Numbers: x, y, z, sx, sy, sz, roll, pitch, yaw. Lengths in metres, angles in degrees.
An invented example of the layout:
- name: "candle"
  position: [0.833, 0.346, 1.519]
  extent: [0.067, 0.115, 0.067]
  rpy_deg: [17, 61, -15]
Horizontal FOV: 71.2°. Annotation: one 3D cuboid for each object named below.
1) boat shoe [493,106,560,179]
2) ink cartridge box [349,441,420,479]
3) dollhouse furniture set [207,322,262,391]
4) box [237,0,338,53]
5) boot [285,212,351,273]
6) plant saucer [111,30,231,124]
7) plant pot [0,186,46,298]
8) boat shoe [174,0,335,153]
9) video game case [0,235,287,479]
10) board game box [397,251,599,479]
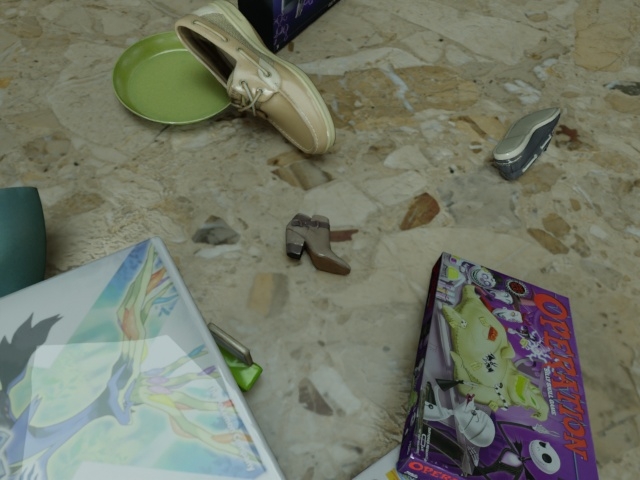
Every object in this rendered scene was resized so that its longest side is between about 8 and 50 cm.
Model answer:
- name: "boat shoe"
  position: [0.400, -0.189, 0.856]
  extent: [0.206, 0.075, 0.064]
  rpy_deg: [-41, 116, -28]
- name: "ink cartridge box"
  position: [0.155, 0.301, 0.487]
  extent: [0.311, 0.065, 0.186]
  rpy_deg: [-17, 48, -34]
- name: "dollhouse furniture set"
  position: [-0.233, 0.213, 0.520]
  extent: [0.198, 0.151, 0.301]
  rpy_deg: [33, 64, 11]
- name: "box"
  position: [-0.051, -0.542, 0.915]
  extent: [0.103, 0.184, 0.261]
  rpy_deg: [35, 65, 10]
- name: "boot"
  position: [0.000, 0.000, 0.719]
  extent: [0.119, 0.042, 0.086]
  rpy_deg: [20, 54, -3]
- name: "plant saucer"
  position: [-0.267, -0.305, 0.853]
  extent: [0.241, 0.037, 0.240]
  rpy_deg: [2, 63, -5]
- name: "plant pot"
  position: [-0.469, 0.064, 0.535]
  extent: [0.291, 0.290, 0.195]
  rpy_deg: [-17, 100, -14]
- name: "boat shoe"
  position: [-0.115, -0.269, 0.783]
  extent: [0.110, 0.121, 0.341]
  rpy_deg: [-39, 82, -29]
- name: "video game case"
  position: [-0.229, 0.184, 0.420]
  extent: [0.300, 0.036, 0.329]
  rpy_deg: [-25, 68, -22]
- name: "board game box"
  position: [0.231, 0.167, 0.581]
  extent: [0.208, 0.056, 0.346]
  rpy_deg: [24, 41, 2]
